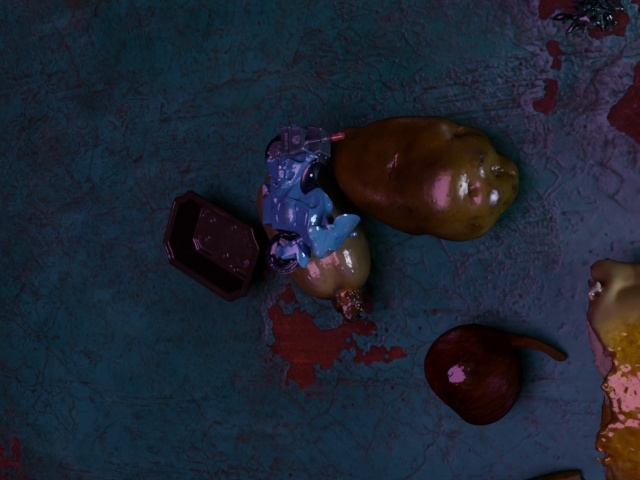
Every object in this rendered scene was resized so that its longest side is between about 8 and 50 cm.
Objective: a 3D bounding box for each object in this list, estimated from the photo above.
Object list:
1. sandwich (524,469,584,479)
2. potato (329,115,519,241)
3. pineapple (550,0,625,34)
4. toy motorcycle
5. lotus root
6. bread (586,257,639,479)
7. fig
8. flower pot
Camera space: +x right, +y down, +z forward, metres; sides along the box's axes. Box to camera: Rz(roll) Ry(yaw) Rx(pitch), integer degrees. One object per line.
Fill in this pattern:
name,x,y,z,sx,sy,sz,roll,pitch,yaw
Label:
sandwich,0.348,0.479,1.578,0.258,0.096,0.094,-33,83,37
potato,0.165,-0.117,1.578,0.369,0.176,0.196,16,132,37
pineapple,0.410,-0.431,1.389,0.083,0.103,0.221,-171,74,-69
toy motorcycle,-0.021,-0.080,1.589,0.182,0.123,0.272,-7,79,25
lotus root,0.000,0.000,1.715,0.169,0.151,0.343,-34,77,18
bread,0.568,0.209,1.278,0.394,0.250,0.361,-1,97,35
fig,0.287,0.208,1.547,0.207,0.175,0.175,-44,71,16
flower pot,-0.211,0.006,1.907,0.250,0.084,0.179,29,113,27
